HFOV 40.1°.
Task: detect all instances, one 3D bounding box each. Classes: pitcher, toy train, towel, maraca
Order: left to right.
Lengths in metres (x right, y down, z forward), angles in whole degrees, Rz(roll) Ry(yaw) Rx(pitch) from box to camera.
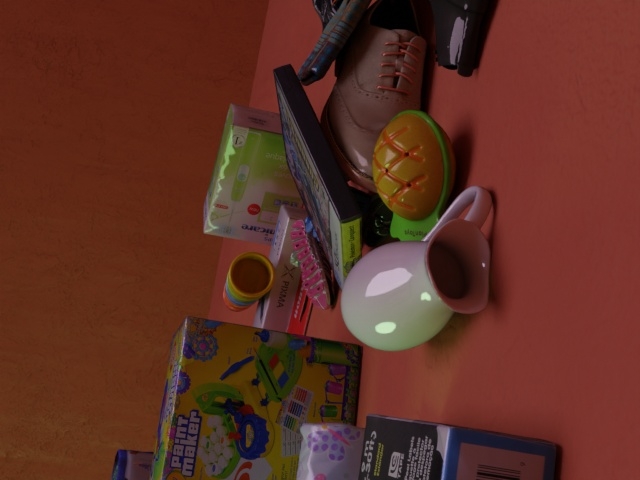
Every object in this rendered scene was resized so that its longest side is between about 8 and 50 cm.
[{"bbox_3d":[0.031,-0.046,1.507,0.184,0.080,0.105,-142,71,-75],"label":"toy train"},{"bbox_3d":[0.074,-0.413,1.383,0.370,0.040,0.271,-58,8,3],"label":"towel"},{"bbox_3d":[0.120,-0.073,1.116,0.127,0.099,0.186,5,102,57],"label":"maraca"},{"bbox_3d":[0.118,0.035,1.027,0.207,0.125,0.178,-37,22,55],"label":"pitcher"}]

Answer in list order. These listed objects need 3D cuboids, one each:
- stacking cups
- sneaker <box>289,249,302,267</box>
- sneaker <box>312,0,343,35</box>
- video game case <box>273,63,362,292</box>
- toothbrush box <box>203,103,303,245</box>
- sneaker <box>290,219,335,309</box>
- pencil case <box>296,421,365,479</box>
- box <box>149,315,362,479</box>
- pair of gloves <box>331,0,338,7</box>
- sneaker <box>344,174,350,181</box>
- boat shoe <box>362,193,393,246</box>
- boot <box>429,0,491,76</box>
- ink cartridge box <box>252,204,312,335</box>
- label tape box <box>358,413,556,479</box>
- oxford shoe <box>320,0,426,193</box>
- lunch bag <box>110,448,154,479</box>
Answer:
[{"bbox_3d":[-0.173,0.099,1.909,0.316,0.096,0.096,139,140,-72],"label":"stacking cups"},{"bbox_3d":[0.000,0.000,1.664,0.135,0.058,0.052,-58,-10,2],"label":"sneaker"},{"bbox_3d":[0.042,-0.494,1.804,0.130,0.087,0.227,117,156,-45],"label":"sneaker"},{"bbox_3d":[-0.002,-0.083,1.311,0.248,0.035,0.275,84,164,-62],"label":"video game case"},{"bbox_3d":[-0.137,-0.143,1.993,0.122,0.206,0.283,-101,26,-56],"label":"toothbrush box"},{"bbox_3d":[0.004,0.041,1.590,0.063,0.075,0.170,-38,64,49],"label":"sneaker"},{"bbox_3d":[0.014,0.376,1.157,0.124,0.113,0.273,78,-162,-73],"label":"pencil case"},{"bbox_3d":[-0.105,0.294,1.352,0.177,0.279,0.290,135,144,-67],"label":"box"},{"bbox_3d":[0.043,-0.422,1.439,0.083,0.010,0.074,-50,12,46],"label":"pair of gloves"},{"bbox_3d":[0.045,-0.197,1.586,0.071,0.066,0.188,161,120,-76],"label":"sneaker"},{"bbox_3d":[0.095,-0.031,1.289,0.152,0.056,0.049,110,162,-71],"label":"boat shoe"},{"bbox_3d":[0.164,-0.294,1.174,0.198,0.077,0.137,-126,43,-73],"label":"boot"},{"bbox_3d":[-0.070,0.095,1.830,0.261,0.066,0.296,-125,47,-73],"label":"ink cartridge box"},{"bbox_3d":[0.094,0.308,0.881,0.347,0.115,0.249,154,126,-71],"label":"label tape box"},{"bbox_3d":[0.087,-0.233,1.292,0.146,0.140,0.397,118,158,-43],"label":"oxford shoe"},{"bbox_3d":[-0.233,0.569,1.569,0.239,0.328,0.385,117,158,-45],"label":"lunch bag"}]
